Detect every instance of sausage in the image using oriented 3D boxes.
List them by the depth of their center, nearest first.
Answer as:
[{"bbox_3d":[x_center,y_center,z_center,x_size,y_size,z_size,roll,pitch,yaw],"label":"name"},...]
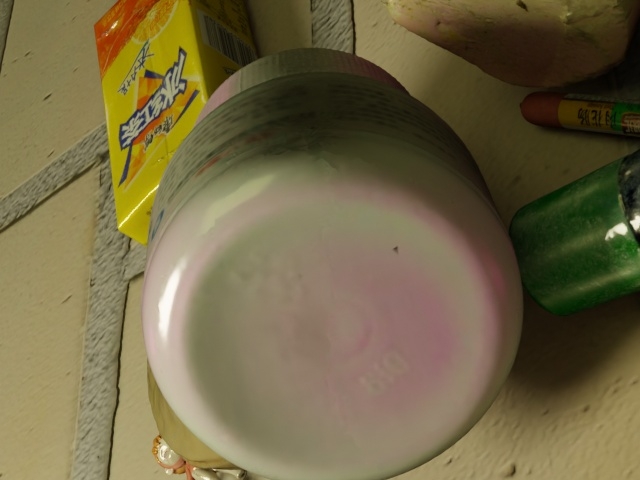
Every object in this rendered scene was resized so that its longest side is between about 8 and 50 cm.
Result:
[{"bbox_3d":[0.227,-0.094,1.119,0.223,0.029,0.029,15,75,54],"label":"sausage"}]

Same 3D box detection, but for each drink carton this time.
[{"bbox_3d":[-0.142,-0.146,1.541,0.154,0.111,0.351,-41,39,23],"label":"drink carton"}]

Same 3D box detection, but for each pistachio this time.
[{"bbox_3d":[-0.084,0.118,1.244,0.136,0.136,0.226,-56,27,1],"label":"pistachio"}]

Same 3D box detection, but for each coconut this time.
[{"bbox_3d":[0.169,-0.266,1.158,0.233,0.233,0.245,-2,63,50],"label":"coconut"}]

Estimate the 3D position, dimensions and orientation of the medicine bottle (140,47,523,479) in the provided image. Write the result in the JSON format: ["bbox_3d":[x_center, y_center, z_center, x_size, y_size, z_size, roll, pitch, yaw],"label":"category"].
[{"bbox_3d":[0.000,0.000,1.088,0.256,0.256,0.325,-46,20,15],"label":"medicine bottle"}]

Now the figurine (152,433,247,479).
[{"bbox_3d":[-0.103,0.195,1.277,0.109,0.047,0.064,19,71,47],"label":"figurine"}]

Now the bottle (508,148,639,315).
[{"bbox_3d":[0.277,-0.041,0.962,0.330,0.093,0.093,-26,45,36],"label":"bottle"}]
